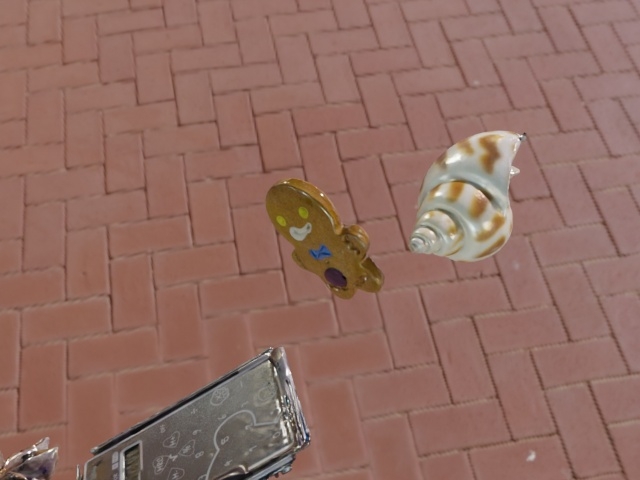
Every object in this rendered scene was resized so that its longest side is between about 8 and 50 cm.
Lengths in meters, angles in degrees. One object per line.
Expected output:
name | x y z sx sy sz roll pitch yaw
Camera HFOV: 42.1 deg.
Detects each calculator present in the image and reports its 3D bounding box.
calculator | -0.140 0.222 0.860 0.274 0.028 0.165 -31 35 6

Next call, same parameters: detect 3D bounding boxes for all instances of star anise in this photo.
star anise | -0.454 0.361 1.178 0.262 0.081 0.230 -11 18 34

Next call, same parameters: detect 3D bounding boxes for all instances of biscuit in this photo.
biscuit | 0.000 0.000 1.335 0.236 0.180 0.039 52 54 -12

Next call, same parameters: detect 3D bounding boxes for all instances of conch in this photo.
conch | 0.221 -0.059 1.263 0.149 0.182 0.275 8 38 16
